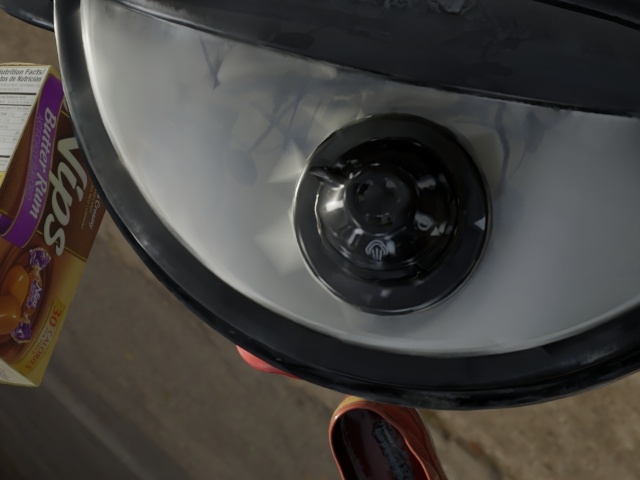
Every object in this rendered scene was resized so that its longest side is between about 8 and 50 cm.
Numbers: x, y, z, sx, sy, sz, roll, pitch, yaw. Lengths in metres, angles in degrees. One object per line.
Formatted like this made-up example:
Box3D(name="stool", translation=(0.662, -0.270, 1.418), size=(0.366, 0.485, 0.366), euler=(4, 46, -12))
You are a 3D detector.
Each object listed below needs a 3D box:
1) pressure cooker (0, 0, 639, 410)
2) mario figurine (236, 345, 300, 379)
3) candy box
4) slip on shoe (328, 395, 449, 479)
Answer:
Box3D(name="pressure cooker", translation=(0.076, -0.095, 0.706), size=(0.375, 0.370, 0.420), euler=(60, -174, 9))
Box3D(name="mario figurine", translation=(0.000, 0.000, 1.403), size=(0.170, 0.198, 0.320), euler=(6, 133, 12))
Box3D(name="candy box", translation=(-0.200, -0.010, 0.953), size=(0.053, 0.186, 0.109), euler=(5, 152, 27))
Box3D(name="slip on shoe", translation=(0.101, 0.292, 1.412), size=(0.331, 0.123, 0.101), euler=(64, -160, 12))
